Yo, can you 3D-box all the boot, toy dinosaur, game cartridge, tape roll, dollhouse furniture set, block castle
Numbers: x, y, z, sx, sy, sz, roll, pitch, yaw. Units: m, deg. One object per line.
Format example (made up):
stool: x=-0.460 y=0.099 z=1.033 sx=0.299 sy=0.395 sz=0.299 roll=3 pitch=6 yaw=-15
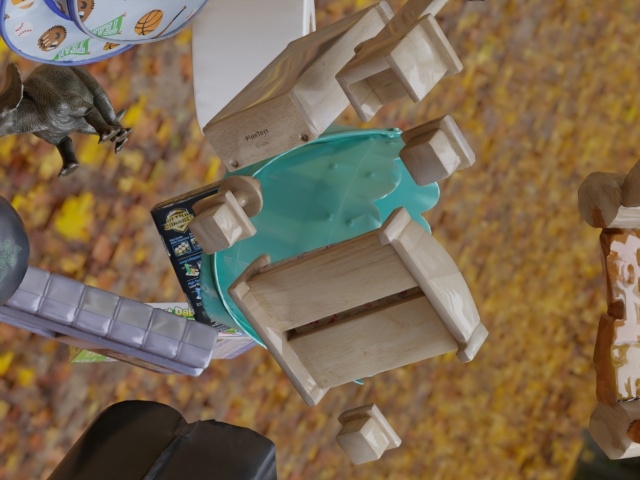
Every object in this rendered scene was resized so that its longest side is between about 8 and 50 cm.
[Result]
boot: x=-0.286 y=0.284 z=1.486 sx=0.445 sy=0.367 sz=0.146 roll=-52 pitch=161 yaw=-45
toy dinosaur: x=-0.323 y=-0.178 z=2.130 sx=0.121 sy=0.160 sz=0.313 roll=-40 pitch=177 yaw=31
game cartridge: x=-0.251 y=0.091 z=1.826 sx=0.068 sy=0.230 sz=0.355 roll=-68 pitch=-167 yaw=-9
tape roll: x=-0.096 y=-0.280 z=2.507 sx=0.246 sy=0.169 sz=0.246 roll=-1 pitch=90 yaw=-85
dollhouse furniture set: x=0.080 y=-0.013 z=1.443 sx=0.355 sy=0.303 sz=0.174 roll=56 pitch=43 yaw=-16
block castle: x=0.454 y=0.047 z=1.439 sx=0.213 sy=0.453 sz=0.303 roll=0 pitch=85 yaw=-40

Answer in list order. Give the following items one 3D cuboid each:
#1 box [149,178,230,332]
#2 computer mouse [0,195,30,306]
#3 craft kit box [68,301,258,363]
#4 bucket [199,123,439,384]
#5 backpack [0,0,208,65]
box: x=-0.075 y=0.002 z=2.026 sx=0.051 sy=0.220 sz=0.175 roll=-69 pitch=138 yaw=-75
computer mouse: x=-0.353 y=0.018 z=1.380 sx=0.272 sy=0.072 sz=0.188 roll=-4 pitch=95 yaw=-38
craft kit box: x=-0.215 y=0.129 z=2.308 sx=0.250 sy=0.246 sz=0.061 roll=145 pitch=-60 yaw=-70
bucket: x=0.000 y=0.000 z=1.787 sx=0.281 sy=0.183 sz=0.281 roll=16 pitch=90 yaw=-75
backpack: x=-0.196 y=-0.281 z=1.446 sx=0.276 sy=0.213 sz=0.263 roll=-2 pitch=134 yaw=-47
